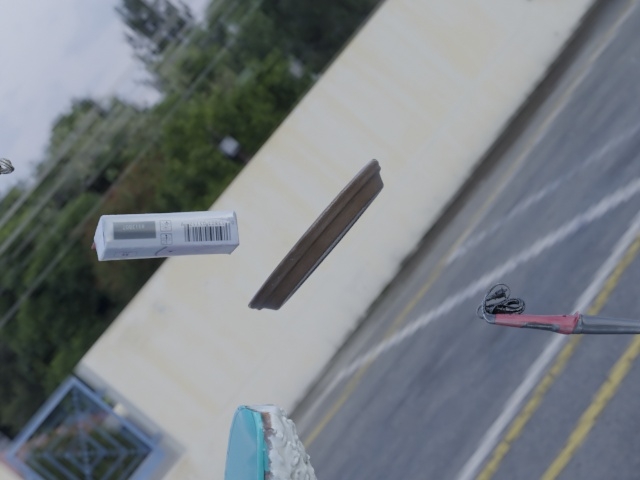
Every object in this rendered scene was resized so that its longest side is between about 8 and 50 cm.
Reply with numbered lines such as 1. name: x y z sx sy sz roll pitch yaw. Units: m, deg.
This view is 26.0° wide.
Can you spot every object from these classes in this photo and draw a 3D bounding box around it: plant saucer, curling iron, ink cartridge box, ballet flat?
1. plant saucer: 0.000 0.000 1.965 0.278 0.041 0.278 -49 -3 -3
2. curling iron: 0.365 0.109 2.024 0.035 0.274 0.068 77 -157 -59
3. ink cartridge box: -0.228 0.008 1.986 0.232 0.189 0.066 130 135 -70
4. ballet flat: -0.052 0.363 1.590 0.147 0.147 0.409 -60 -20 -70

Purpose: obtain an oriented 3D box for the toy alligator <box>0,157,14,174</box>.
1. toy alligator: -0.410 -0.041 1.591 0.189 0.056 0.051 -29 29 48
